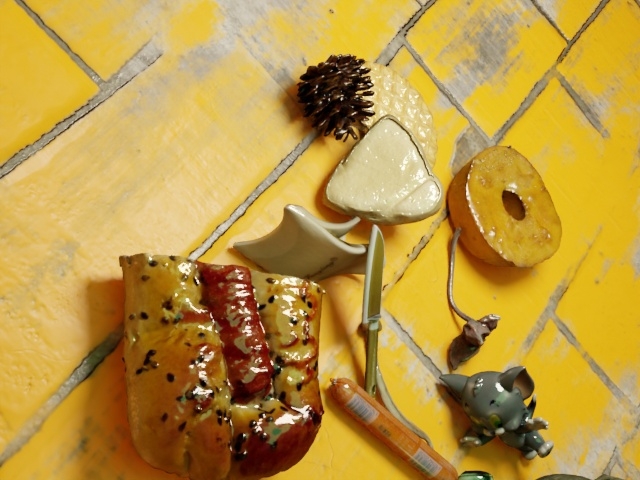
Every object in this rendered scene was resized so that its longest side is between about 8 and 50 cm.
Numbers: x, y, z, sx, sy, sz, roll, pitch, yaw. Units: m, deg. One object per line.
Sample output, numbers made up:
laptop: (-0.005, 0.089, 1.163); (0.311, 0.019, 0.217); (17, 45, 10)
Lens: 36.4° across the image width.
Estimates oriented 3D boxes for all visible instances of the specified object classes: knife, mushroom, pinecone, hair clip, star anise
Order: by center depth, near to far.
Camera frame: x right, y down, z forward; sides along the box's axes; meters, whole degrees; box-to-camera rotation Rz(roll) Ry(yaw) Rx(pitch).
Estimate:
knife: (0.098, 0.138, 1.817); (0.061, 0.027, 0.343); (-14, 110, -57)
hair clip: (0.002, 0.017, 1.818); (0.282, 0.172, 0.113); (-2, 66, -47)
mushroom: (0.143, 0.292, 1.888); (0.068, 0.043, 0.306); (-22, 89, -15)
pinecone: (0.037, -0.276, 1.927); (0.163, 0.163, 0.165); (-16, 85, -35)
star anise: (0.283, 0.117, 2.003); (0.218, 0.148, 0.227); (-42, 70, -3)

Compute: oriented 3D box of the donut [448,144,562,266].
donut: (0.394, -0.064, 2.118); (0.278, 0.108, 0.277); (11, 68, -29)

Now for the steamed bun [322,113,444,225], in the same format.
steamed bun: (0.138, -0.106, 1.939); (0.212, 0.110, 0.231); (40, 82, 12)

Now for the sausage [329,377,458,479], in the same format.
sausage: (0.142, 0.370, 1.847); (0.348, 0.053, 0.053); (41, 57, -15)

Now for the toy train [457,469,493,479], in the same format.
toy train: (0.232, 0.630, 1.688); (0.179, 0.272, 0.442); (18, 64, -42)

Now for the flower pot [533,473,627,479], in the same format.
flower pot: (0.509, 0.612, 1.908); (0.302, 0.213, 0.301); (11, 68, -30)

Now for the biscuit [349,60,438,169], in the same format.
biscuit: (0.163, -0.243, 2.069); (0.205, 0.040, 0.308); (-12, 82, -35)

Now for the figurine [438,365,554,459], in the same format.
figurine: (0.385, 0.350, 1.945); (0.265, 0.193, 0.140); (30, 59, -36)

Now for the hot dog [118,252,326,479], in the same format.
hot dog: (-0.162, 0.221, 1.622); (0.367, 0.196, 0.365); (9, 73, -28)
